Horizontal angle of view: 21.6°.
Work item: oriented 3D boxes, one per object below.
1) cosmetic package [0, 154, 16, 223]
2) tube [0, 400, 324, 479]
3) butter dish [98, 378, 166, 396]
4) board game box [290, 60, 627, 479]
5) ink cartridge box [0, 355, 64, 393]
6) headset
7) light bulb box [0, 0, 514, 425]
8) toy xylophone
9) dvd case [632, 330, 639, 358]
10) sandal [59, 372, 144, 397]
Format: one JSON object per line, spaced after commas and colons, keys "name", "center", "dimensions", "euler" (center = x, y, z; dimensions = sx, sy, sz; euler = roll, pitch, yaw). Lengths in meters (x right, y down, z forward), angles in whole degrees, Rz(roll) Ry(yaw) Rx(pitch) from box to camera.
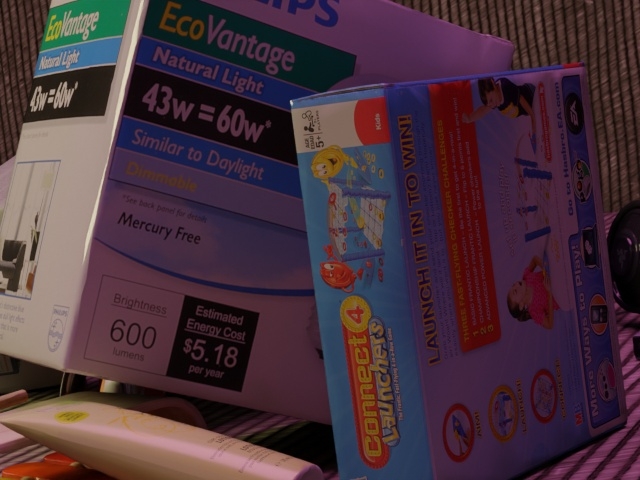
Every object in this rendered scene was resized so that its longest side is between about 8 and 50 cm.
{"name": "cosmetic package", "center": [-0.257, -0.014, 1.762], "dimensions": [0.230, 0.161, 0.453], "euler": [-40, 14, -29]}
{"name": "tube", "center": [-0.113, 0.152, 1.187], "dimensions": [0.240, 0.070, 0.062], "euler": [15, 59, 29]}
{"name": "butter dish", "center": [-0.159, 0.106, 1.849], "dimensions": [0.118, 0.160, 0.160], "euler": [18, -12, -34]}
{"name": "board game box", "center": [0.118, 0.026, 1.296], "dimensions": [0.086, 0.308, 0.302], "euler": [-4, 5, 37]}
{"name": "ink cartridge box", "center": [-0.407, 0.135, 2.019], "dimensions": [0.212, 0.093, 0.154], "euler": [-6, 4, -9]}
{"name": "headset", "center": [0.447, -0.010, 1.900], "dimensions": [0.243, 0.185, 0.394], "euler": [-2, -8, 2]}
{"name": "light bulb box", "center": [-0.064, -0.041, 1.434], "dimensions": [0.358, 0.361, 0.225], "euler": [14, -5, -30]}
{"name": "toy xylophone", "center": [-0.244, 0.179, 1.325], "dimensions": [0.322, 0.081, 0.236], "euler": [-11, 6, -37]}
{"name": "dvd case", "center": [0.460, 0.088, 1.730], "dimensions": [0.238, 0.030, 0.179], "euler": [-6, 5, 24]}
{"name": "sandal", "center": [-0.211, 0.144, 1.583], "dimensions": [0.076, 0.102, 0.265], "euler": [-5, 7, -1]}
